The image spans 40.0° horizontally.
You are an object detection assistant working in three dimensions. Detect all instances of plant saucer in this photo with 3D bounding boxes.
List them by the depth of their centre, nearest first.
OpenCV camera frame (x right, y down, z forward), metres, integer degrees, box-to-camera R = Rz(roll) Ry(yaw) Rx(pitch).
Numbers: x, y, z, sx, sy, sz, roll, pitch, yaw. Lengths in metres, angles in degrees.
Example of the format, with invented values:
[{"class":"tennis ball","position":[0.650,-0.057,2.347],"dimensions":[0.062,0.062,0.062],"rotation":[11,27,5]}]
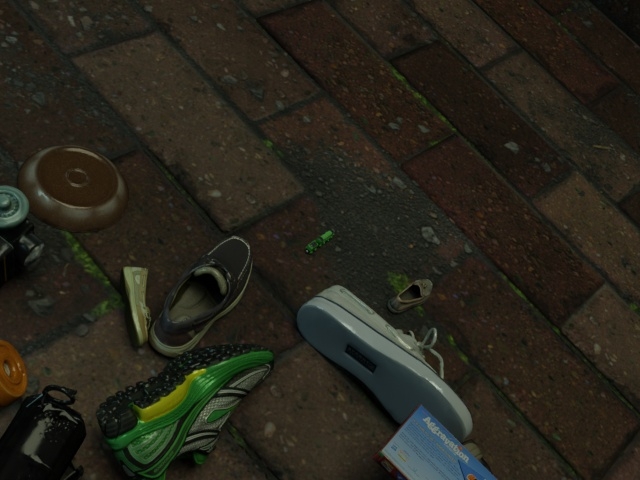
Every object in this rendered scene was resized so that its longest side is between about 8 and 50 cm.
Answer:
[{"class":"plant saucer","position":[-0.438,-0.104,1.574],"dimensions":[0.199,0.036,0.198],"rotation":[14,50,-17]}]

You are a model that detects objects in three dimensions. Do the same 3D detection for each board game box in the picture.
[{"class":"board game box","position":[0.220,0.394,1.361],"dimensions":[0.281,0.027,0.145],"rotation":[44,39,9]}]

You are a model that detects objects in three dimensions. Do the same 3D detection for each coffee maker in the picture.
[{"class":"coffee maker","position":[-0.403,0.303,1.172],"dimensions":[0.120,0.171,0.178],"rotation":[13,44,8]}]

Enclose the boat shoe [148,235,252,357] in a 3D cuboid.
[{"class":"boat shoe","position":[-0.192,0.081,1.517],"dimensions":[0.103,0.092,0.285],"rotation":[36,46,2]}]

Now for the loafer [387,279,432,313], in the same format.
[{"class":"loafer","position":[0.185,0.106,1.737],"dimensions":[0.125,0.039,0.045],"rotation":[-27,70,-40]}]

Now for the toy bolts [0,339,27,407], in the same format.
[{"class":"toy bolts","position":[-0.534,0.218,1.216],"dimensions":[0.159,0.218,0.228],"rotation":[-22,50,8]}]

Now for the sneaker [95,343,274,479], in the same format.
[{"class":"sneaker","position":[-0.196,0.259,1.376],"dimensions":[0.344,0.134,0.146],"rotation":[-27,107,-47]}]

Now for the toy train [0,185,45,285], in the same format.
[{"class":"toy train","position":[-0.603,-0.044,1.375],"dimensions":[0.334,0.142,0.190],"rotation":[37,56,3]}]

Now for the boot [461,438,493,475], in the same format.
[{"class":"boot","position":[0.206,0.509,1.367],"dimensions":[0.377,0.138,0.284],"rotation":[-24,68,-45]}]

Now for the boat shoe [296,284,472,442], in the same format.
[{"class":"boat shoe","position":[0.139,0.206,1.583],"dimensions":[0.367,0.135,0.156],"rotation":[36,42,15]}]

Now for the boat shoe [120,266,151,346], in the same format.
[{"class":"boat shoe","position":[-0.301,0.107,1.466],"dimensions":[0.048,0.056,0.153],"rotation":[-1,48,-23]}]

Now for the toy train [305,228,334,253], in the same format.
[{"class":"toy train","position":[0.000,0.000,1.733],"dimensions":[0.017,0.023,0.083],"rotation":[44,47,10]}]
